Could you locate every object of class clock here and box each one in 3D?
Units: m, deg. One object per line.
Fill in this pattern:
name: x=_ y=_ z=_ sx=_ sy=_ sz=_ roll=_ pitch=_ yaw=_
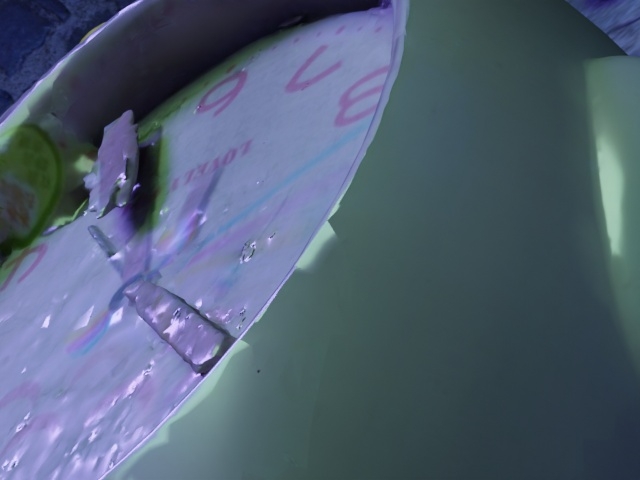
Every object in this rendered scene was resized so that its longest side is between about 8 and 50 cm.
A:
clock: x=-0.009 y=0.103 z=0.456 sx=0.368 sy=0.250 sz=0.377 roll=-24 pitch=34 yaw=33
